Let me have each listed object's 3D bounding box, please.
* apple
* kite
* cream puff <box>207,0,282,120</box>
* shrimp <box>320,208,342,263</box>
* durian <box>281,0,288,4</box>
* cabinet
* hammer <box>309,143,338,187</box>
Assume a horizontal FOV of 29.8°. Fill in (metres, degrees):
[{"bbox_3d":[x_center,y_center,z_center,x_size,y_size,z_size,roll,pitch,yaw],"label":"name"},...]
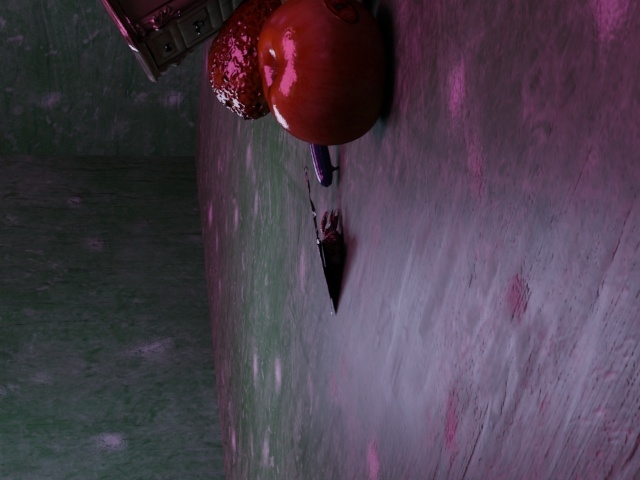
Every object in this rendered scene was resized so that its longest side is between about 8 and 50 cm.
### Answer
[{"bbox_3d":[0.002,-0.236,1.636,0.209,0.164,0.209,178,90,-77],"label":"apple"},{"bbox_3d":[-0.002,0.000,1.957,0.229,0.012,0.250,90,169,-88],"label":"kite"},{"bbox_3d":[-0.091,-0.316,1.985,0.164,0.240,0.240,44,156,9],"label":"cream puff"},{"bbox_3d":[0.016,-0.010,1.900,0.029,0.038,0.092,-21,62,32],"label":"shrimp"},{"bbox_3d":[-0.025,-0.463,1.650,0.157,0.169,0.355,-87,-25,-65],"label":"durian"},{"bbox_3d":[-0.222,-0.463,2.026,0.227,0.318,0.290,57,176,3],"label":"cabinet"},{"bbox_3d":[-0.007,-0.180,1.920,0.116,0.069,0.194,-32,-70,-68],"label":"hammer"}]
